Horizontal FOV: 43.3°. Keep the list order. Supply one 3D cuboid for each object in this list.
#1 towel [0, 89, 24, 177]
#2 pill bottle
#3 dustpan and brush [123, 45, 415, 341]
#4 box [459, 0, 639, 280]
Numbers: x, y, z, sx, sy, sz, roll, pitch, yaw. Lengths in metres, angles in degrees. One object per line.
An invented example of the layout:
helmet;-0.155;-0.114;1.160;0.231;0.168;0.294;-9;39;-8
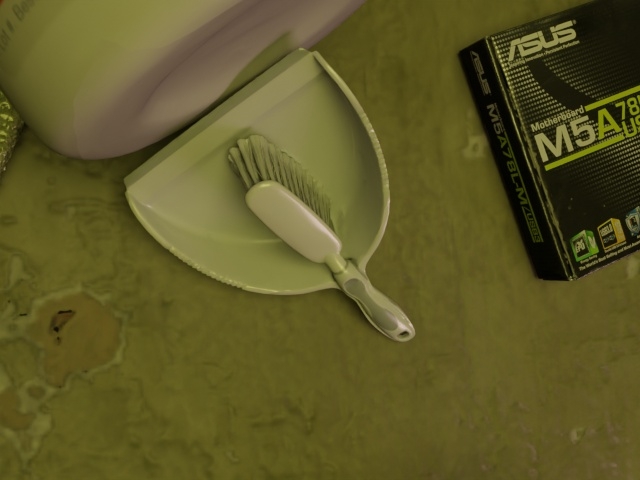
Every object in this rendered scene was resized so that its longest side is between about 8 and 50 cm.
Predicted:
towel;-0.217;-0.110;0.471;0.110;0.027;0.148;17;82;-18
pill bottle;-0.144;-0.262;0.386;0.229;0.229;0.407;-35;93;-16
dustpan and brush;0.000;0.000;0.512;0.147;0.060;0.211;-34;135;14
box;0.219;-0.087;0.604;0.191;0.045;0.184;-21;97;-18
